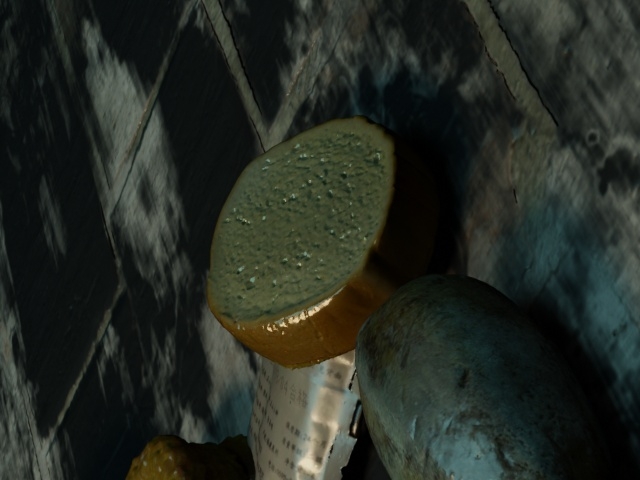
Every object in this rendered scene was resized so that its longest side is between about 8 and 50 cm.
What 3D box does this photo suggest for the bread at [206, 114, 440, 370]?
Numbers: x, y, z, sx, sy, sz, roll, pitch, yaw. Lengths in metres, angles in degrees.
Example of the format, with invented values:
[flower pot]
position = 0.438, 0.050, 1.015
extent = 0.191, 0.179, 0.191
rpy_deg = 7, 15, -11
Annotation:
[bread]
position = 0.000, 0.000, 1.596
extent = 0.236, 0.070, 0.236
rpy_deg = -30, 41, 30

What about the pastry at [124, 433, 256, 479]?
[pastry]
position = -0.124, 0.279, 1.808
extent = 0.188, 0.103, 0.189
rpy_deg = -26, 60, 58

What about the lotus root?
[lotus root]
position = 0.122, 0.150, 1.329
extent = 0.322, 0.140, 0.158
rpy_deg = 57, 132, 49

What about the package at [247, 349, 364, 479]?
[package]
position = -0.021, 0.125, 1.702
extent = 0.251, 0.062, 0.204
rpy_deg = -139, 63, -63
